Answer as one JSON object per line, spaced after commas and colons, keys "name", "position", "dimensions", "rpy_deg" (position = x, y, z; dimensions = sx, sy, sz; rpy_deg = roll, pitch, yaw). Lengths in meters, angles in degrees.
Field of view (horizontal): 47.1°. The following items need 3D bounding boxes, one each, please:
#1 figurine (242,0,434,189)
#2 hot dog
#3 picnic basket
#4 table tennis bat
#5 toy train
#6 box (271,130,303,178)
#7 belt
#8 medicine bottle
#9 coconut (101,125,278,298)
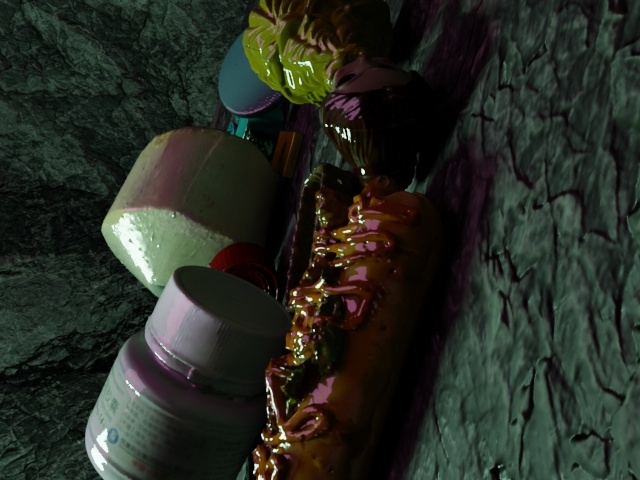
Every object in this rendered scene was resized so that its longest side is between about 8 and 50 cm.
{"name": "figurine", "position": [0.034, -0.185, 0.812], "dimensions": [0.315, 0.187, 0.168], "rpy_deg": [-115, 39, -56]}
{"name": "hot dog", "position": [0.011, 0.107, 0.692], "dimensions": [0.158, 0.117, 0.349], "rpy_deg": [-129, 54, -71]}
{"name": "picnic basket", "position": [0.000, 0.000, 0.954], "dimensions": [0.110, 0.054, 0.194], "rpy_deg": [147, 135, -68]}
{"name": "table tennis bat", "position": [-0.091, -0.397, 1.500], "dimensions": [0.215, 0.044, 0.329], "rpy_deg": [36, 95, 37]}
{"name": "toy train", "position": [-0.148, -0.238, 1.643], "dimensions": [0.154, 0.107, 0.198], "rpy_deg": [-105, 31, -47]}
{"name": "box", "position": [-0.066, -0.169, 1.425], "dimensions": [0.155, 0.023, 0.087], "rpy_deg": [-143, 70, -74]}
{"name": "belt", "position": [-0.145, 0.103, 1.259], "dimensions": [0.124, 0.127, 0.201], "rpy_deg": [-112, 43, -67]}
{"name": "medicine bottle", "position": [-0.187, 0.214, 1.093], "dimensions": [0.302, 0.241, 0.241], "rpy_deg": [-63, 17, 12]}
{"name": "coconut", "position": [-0.242, -0.030, 1.387], "dimensions": [0.297, 0.297, 0.310], "rpy_deg": [129, 163, -59]}
